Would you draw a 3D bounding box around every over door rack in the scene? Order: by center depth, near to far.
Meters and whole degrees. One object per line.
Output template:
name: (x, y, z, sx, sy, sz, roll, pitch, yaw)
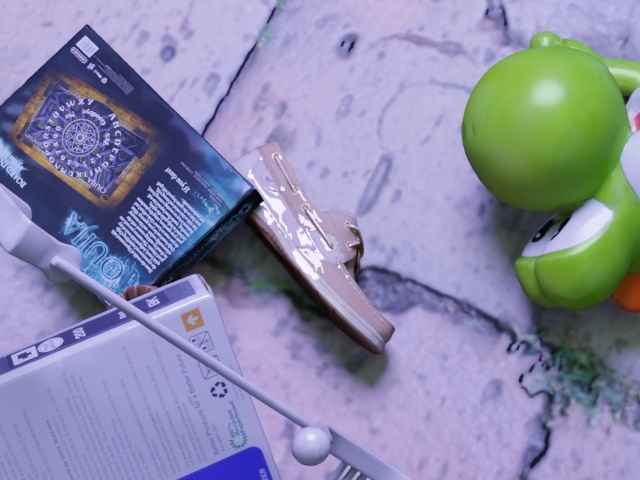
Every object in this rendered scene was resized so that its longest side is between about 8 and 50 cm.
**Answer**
over door rack: (-0.116, 0.163, 0.820, 0.324, 0.108, 0.239, 37, 91, -22)

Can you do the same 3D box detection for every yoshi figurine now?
yoshi figurine: (0.232, -0.124, 0.989, 0.203, 0.203, 0.362, 35, 76, 26)

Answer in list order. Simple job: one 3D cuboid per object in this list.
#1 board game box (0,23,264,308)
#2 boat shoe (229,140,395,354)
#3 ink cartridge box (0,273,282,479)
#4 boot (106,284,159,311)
board game box: (-0.145, -0.047, 0.998, 0.126, 0.026, 0.186, -43, 67, -4)
boat shoe: (0.000, 0.000, 0.995, 0.059, 0.063, 0.170, -39, 76, -7)
ink cartridge box: (-0.131, 0.153, 0.893, 0.208, 0.045, 0.206, -23, 110, -12)
boot: (-0.127, 0.101, 0.960, 0.059, 0.084, 0.158, 43, 103, 23)
